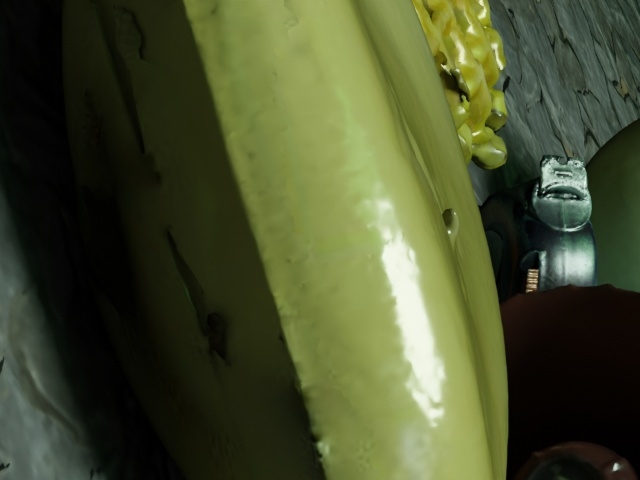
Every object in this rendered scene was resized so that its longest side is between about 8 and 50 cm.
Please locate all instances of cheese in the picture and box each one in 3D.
[{"bbox_3d":[0.000,0.000,0.661,0.259,0.128,0.316,35,41,-59],"label":"cheese"}]

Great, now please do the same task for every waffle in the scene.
[{"bbox_3d":[0.031,-0.192,1.008,0.312,0.060,0.307,42,36,-50],"label":"waffle"}]

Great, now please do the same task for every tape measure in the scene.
[{"bbox_3d":[0.071,0.006,0.954,0.180,0.104,0.107,8,78,-33],"label":"tape measure"}]

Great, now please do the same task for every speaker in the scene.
[{"bbox_3d":[0.197,0.172,0.809,0.329,0.259,0.198,44,43,-48],"label":"speaker"}]

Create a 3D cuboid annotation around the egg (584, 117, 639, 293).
[{"bbox_3d":[0.288,0.072,1.120,0.352,0.258,0.258,56,24,-17],"label":"egg"}]
